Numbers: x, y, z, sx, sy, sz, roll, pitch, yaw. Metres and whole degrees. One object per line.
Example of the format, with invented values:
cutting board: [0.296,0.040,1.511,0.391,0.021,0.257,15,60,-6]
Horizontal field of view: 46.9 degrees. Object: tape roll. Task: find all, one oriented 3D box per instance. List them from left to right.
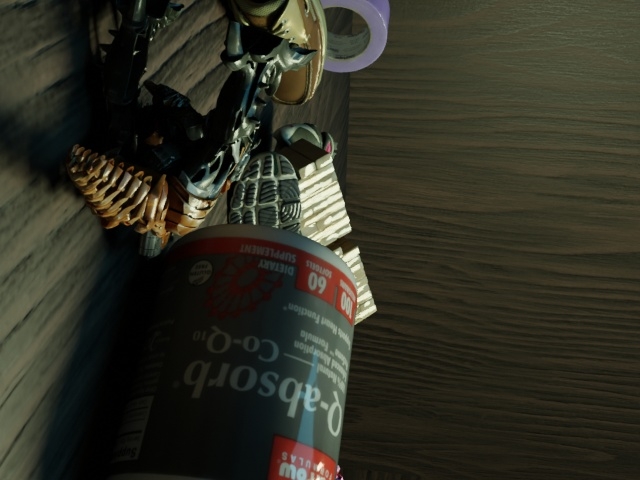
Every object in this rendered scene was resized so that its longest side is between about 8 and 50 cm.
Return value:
tape roll: [0.039,-0.427,1.439,0.189,0.189,0.080,86,11,-54]

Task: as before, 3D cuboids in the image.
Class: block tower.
block tower: [0.000,0.000,1.245,0.097,0.091,0.335,38,-28,51]

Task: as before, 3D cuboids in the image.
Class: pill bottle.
pill bottle: [-0.084,0.184,0.703,0.210,0.210,0.363,84,12,-60]

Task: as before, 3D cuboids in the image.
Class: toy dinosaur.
toy dinosaur: [-0.112,-0.076,0.598,0.322,0.164,0.218,-128,-124,-68]

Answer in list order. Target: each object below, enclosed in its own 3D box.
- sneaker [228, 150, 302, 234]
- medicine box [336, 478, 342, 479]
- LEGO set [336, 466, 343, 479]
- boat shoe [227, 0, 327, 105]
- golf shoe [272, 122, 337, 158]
sneaker: [-0.091,-0.020,1.126,0.110,0.107,0.275,-108,-161,-50]
medicine box: [-0.082,0.483,1.022,0.289,0.149,0.263,-32,140,-83]
LEGO set: [-0.034,0.569,1.657,0.087,0.227,0.093,-30,94,-37]
boat shoe: [-0.071,-0.310,0.938,0.120,0.123,0.324,-71,158,-45]
golf shoe: [-0.067,-0.074,1.284,0.120,0.105,0.272,-1,109,-50]
